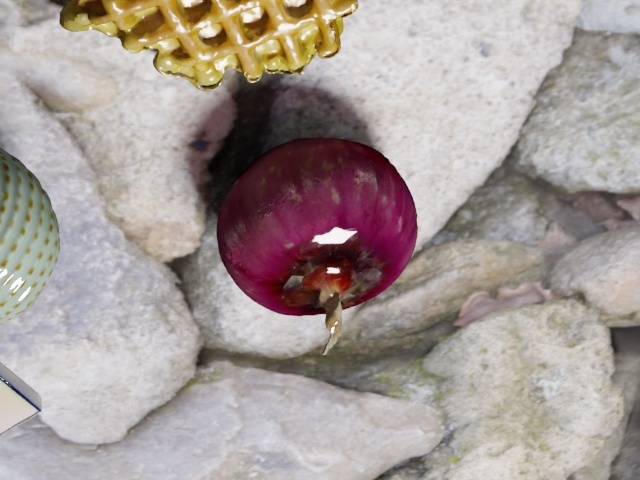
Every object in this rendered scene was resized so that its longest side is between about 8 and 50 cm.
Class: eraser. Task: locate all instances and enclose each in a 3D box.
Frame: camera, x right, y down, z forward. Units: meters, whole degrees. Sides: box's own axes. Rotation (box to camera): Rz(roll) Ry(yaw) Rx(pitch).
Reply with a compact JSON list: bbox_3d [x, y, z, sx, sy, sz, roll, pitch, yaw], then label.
[{"bbox_3d":[-0.360,0.169,1.333,0.150,0.023,0.104,-31,130,13],"label":"eraser"}]

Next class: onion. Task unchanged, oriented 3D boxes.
[{"bbox_3d":[-0.002,-0.009,1.191,0.177,0.153,0.177,-5,118,-9],"label":"onion"}]

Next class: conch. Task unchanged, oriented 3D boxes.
[{"bbox_3d":[-0.302,-0.020,1.117,0.172,0.131,0.200,-16,107,32],"label":"conch"}]

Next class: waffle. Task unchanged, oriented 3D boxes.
[{"bbox_3d":[-0.074,-0.219,1.058,0.237,0.059,0.243,10,129,-26],"label":"waffle"}]
